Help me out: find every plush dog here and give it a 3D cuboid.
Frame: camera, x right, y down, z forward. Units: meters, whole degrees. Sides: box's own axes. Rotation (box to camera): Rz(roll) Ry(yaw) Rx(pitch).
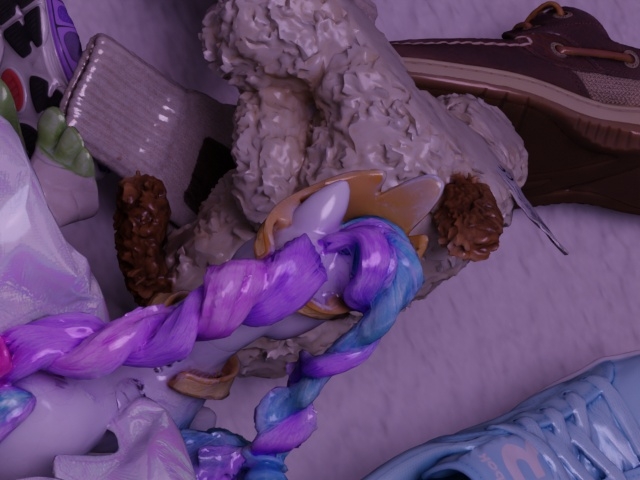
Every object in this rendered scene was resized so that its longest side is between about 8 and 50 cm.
[{"bbox_3d":[0.000,0.000,1.079,0.262,0.225,0.210,33,26,-38],"label":"plush dog"}]

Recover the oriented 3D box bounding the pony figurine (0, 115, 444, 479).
[{"bbox_3d":[-0.138,0.079,0.873,0.351,0.363,0.303,-17,75,-53],"label":"pony figurine"}]

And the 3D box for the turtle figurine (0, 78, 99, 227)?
[{"bbox_3d":[-0.280,-0.033,0.992,0.266,0.198,0.274,-30,95,-28],"label":"turtle figurine"}]

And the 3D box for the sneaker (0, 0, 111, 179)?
[{"bbox_3d":[-0.175,-0.114,1.141,0.071,0.068,0.170,-1,69,-56],"label":"sneaker"}]

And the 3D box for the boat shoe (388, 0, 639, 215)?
[{"bbox_3d":[0.166,-0.102,1.257,0.342,0.123,0.123,6,53,-18],"label":"boat shoe"}]

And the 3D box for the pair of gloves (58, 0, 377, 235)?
[{"bbox_3d":[-0.053,-0.115,1.145,0.204,0.042,0.240,45,63,-42],"label":"pair of gloves"}]

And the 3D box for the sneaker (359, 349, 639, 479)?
[{"bbox_3d":[0.127,0.168,1.108,0.366,0.150,0.135,-30,76,-16],"label":"sneaker"}]
